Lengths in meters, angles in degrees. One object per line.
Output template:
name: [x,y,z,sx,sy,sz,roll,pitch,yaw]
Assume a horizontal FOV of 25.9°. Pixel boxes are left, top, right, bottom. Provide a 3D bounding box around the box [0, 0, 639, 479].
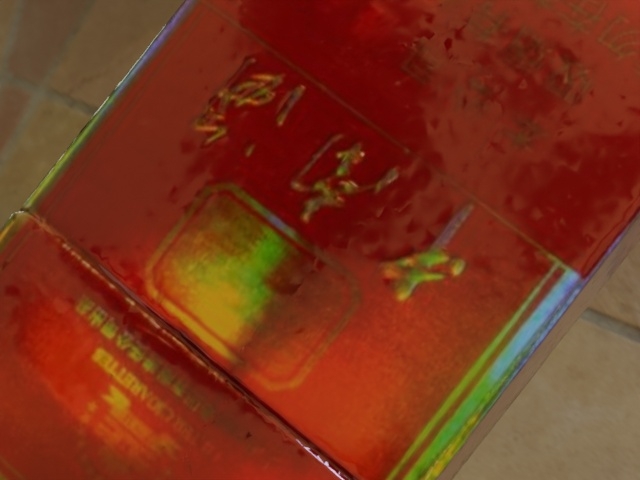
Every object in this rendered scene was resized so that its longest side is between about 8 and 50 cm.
box: [0.001,0.000,0.561,0.197,0.089,0.313,38,90,14]
